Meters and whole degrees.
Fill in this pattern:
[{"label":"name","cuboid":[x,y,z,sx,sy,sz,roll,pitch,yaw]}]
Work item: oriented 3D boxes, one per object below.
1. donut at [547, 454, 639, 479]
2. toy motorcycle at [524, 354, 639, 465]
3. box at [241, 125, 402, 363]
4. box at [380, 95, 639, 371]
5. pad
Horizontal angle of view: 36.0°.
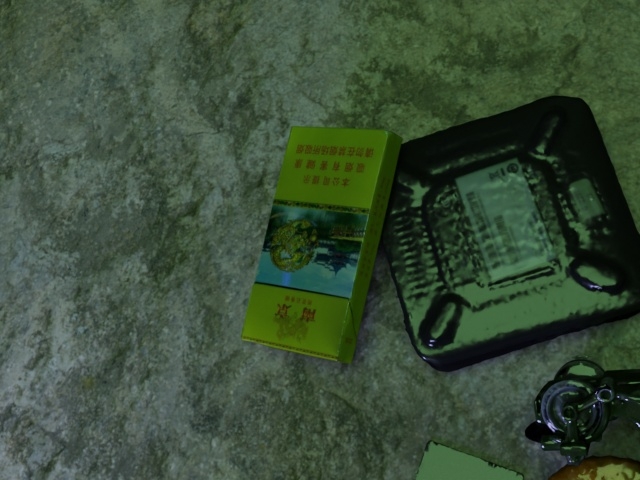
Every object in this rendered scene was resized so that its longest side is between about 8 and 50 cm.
[{"label":"donut","cuboid":[0.365,0.395,1.214,0.253,0.118,0.253,-6,67,14]},{"label":"toy motorcycle","cuboid":[0.386,0.214,1.218,0.275,0.205,0.127,-3,91,20]},{"label":"box","cuboid":[0.000,0.000,1.435,0.187,0.047,0.335,8,81,38]},{"label":"box","cuboid":[0.257,-0.019,1.401,0.350,0.091,0.359,-19,68,9]},{"label":"pad","cuboid":[0.177,0.393,1.326,0.143,0.003,0.211,17,76,20]}]
